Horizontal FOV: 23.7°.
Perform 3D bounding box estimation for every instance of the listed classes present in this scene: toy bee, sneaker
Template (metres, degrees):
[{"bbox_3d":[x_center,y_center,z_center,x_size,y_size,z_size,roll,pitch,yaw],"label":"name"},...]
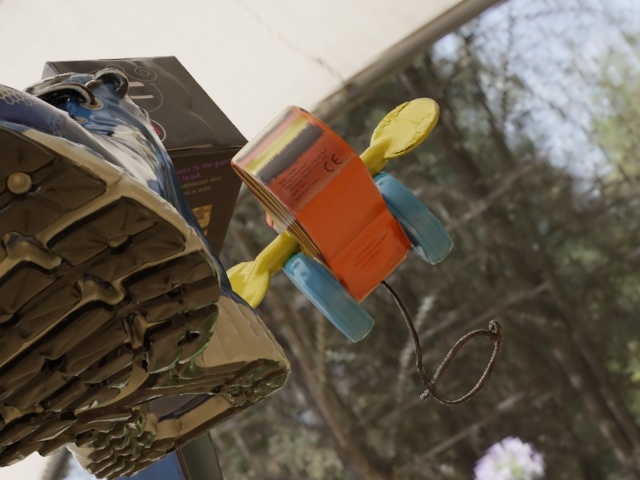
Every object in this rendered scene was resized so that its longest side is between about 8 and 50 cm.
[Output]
[{"bbox_3d":[0.000,0.000,1.028,0.195,0.162,0.298,-32,-40,-22],"label":"toy bee"},{"bbox_3d":[-0.112,0.002,0.594,0.130,0.147,0.330,-32,-15,-2],"label":"sneaker"}]

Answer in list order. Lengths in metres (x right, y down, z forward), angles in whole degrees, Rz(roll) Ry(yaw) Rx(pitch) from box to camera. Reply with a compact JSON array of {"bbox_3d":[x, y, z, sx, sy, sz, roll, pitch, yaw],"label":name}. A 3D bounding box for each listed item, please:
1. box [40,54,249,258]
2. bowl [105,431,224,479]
[{"bbox_3d":[-0.192,-0.018,1.437,0.143,0.165,0.270,-7,-49,-36],"label":"box"},{"bbox_3d":[-0.172,0.222,1.659,0.077,0.391,0.391,-19,-15,0],"label":"bowl"}]
